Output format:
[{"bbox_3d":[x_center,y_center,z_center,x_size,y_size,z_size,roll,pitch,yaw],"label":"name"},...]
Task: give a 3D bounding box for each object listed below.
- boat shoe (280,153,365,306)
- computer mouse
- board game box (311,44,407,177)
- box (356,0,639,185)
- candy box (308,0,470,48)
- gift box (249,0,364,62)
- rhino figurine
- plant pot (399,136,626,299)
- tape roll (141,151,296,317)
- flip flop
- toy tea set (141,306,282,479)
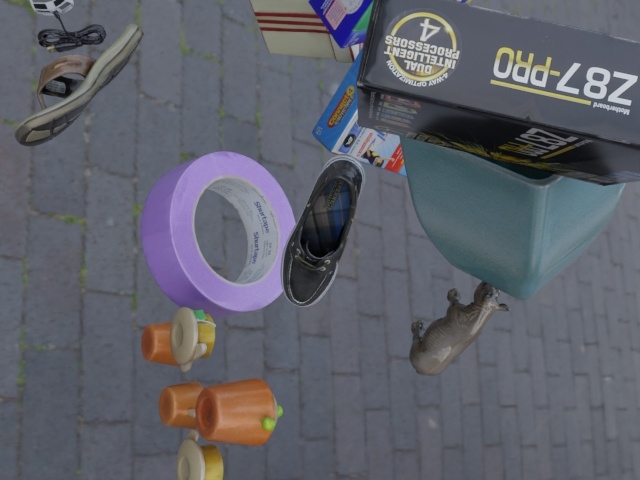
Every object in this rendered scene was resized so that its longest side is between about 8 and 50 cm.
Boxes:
[{"bbox_3d":[0.000,0.000,1.165,0.080,0.229,0.076,24,27,-2],"label":"boat shoe"},{"bbox_3d":[-0.411,-0.381,1.374,0.042,0.106,0.193,-85,163,-50],"label":"computer mouse"},{"bbox_3d":[0.175,-0.318,2.065,0.301,0.086,0.308,12,116,-48],"label":"board game box"},{"bbox_3d":[0.197,-0.139,0.912,0.395,0.318,0.097,-49,150,-88],"label":"box"},{"bbox_3d":[0.177,-0.483,1.560,0.317,0.268,0.122,-24,77,-35],"label":"candy box"},{"bbox_3d":[0.002,-0.546,2.046,0.255,0.258,0.277,62,41,-56],"label":"gift box"},{"bbox_3d":[0.233,0.135,1.493,0.073,0.243,0.106,35,27,-16],"label":"rhino figurine"},{"bbox_3d":[0.283,-0.066,1.295,0.247,0.247,0.252,-32,133,-32],"label":"plant pot"},{"bbox_3d":[-0.168,-0.009,1.541,0.274,0.090,0.275,14,69,-43],"label":"tape roll"},{"bbox_3d":[-0.359,-0.238,1.312,0.080,0.112,0.277,42,56,-14],"label":"flip flop"},{"bbox_3d":[-0.163,0.218,1.366,0.124,0.200,0.336,5,41,-33],"label":"toy tea set"}]
